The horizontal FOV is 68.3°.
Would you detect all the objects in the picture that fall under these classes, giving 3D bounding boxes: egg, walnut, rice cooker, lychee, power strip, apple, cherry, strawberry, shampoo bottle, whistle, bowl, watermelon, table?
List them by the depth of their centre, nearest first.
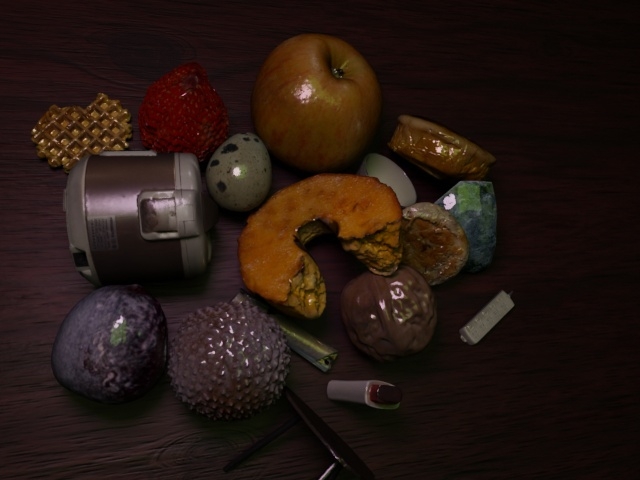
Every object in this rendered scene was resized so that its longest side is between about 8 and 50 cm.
[{"bbox_3d":[-0.472,0.243,1.074,0.254,0.218,0.297,16,95,26],"label":"cherry"},{"bbox_3d":[-0.046,0.567,1.113,0.317,0.317,0.249,44,80,1],"label":"table"},{"bbox_3d":[-0.216,0.281,1.118,0.299,0.300,0.300,5,72,-14],"label":"lychee"},{"bbox_3d":[-0.411,-0.059,1.141,0.324,0.335,0.336,-4,74,-14],"label":"rice cooker"},{"bbox_3d":[0.128,0.381,1.174,0.153,0.284,0.071,16,67,-12],"label":"shampoo bottle"},{"bbox_3d":[-0.365,-0.334,1.262,0.238,0.288,0.250,-41,94,-28],"label":"strawberry"},{"bbox_3d":[-0.215,-0.187,1.276,0.176,0.177,0.228,16,77,-10],"label":"egg"},{"bbox_3d":[-0.100,0.242,1.277,0.326,0.057,0.068,35,69,-3],"label":"whistle"},{"bbox_3d":[0.183,0.191,1.278,0.273,0.273,0.227,56,37,6],"label":"walnut"},{"bbox_3d":[-0.008,-0.392,1.355,0.399,0.333,0.401,4,73,-13],"label":"apple"},{"bbox_3d":[0.182,-0.151,1.430,0.211,0.112,0.212,23,43,-24],"label":"bowl"},{"bbox_3d":[0.528,0.231,1.469,0.252,0.027,0.060,-36,85,-22],"label":"power strip"},{"bbox_3d":[0.400,-0.039,1.483,0.289,0.214,0.320,-9,117,14],"label":"watermelon"}]

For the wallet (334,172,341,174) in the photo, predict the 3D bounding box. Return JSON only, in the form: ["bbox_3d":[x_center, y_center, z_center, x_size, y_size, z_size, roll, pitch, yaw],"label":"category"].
[{"bbox_3d":[0.076,-0.107,1.444,0.124,0.042,0.230,-37,88,-28],"label":"wallet"}]

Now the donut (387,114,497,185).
[{"bbox_3d":[0.368,-0.264,1.457,0.329,0.330,0.160,23,94,-8],"label":"donut"}]

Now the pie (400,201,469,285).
[{"bbox_3d":[0.297,0.017,1.373,0.274,0.274,0.055,27,26,-6],"label":"pie"}]

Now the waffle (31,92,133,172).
[{"bbox_3d":[-0.654,-0.299,1.297,0.253,0.056,0.249,5,71,-13],"label":"waffle"}]

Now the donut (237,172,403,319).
[{"bbox_3d":[0.000,0.000,1.246,0.434,0.163,0.378,-30,46,0],"label":"donut"}]
